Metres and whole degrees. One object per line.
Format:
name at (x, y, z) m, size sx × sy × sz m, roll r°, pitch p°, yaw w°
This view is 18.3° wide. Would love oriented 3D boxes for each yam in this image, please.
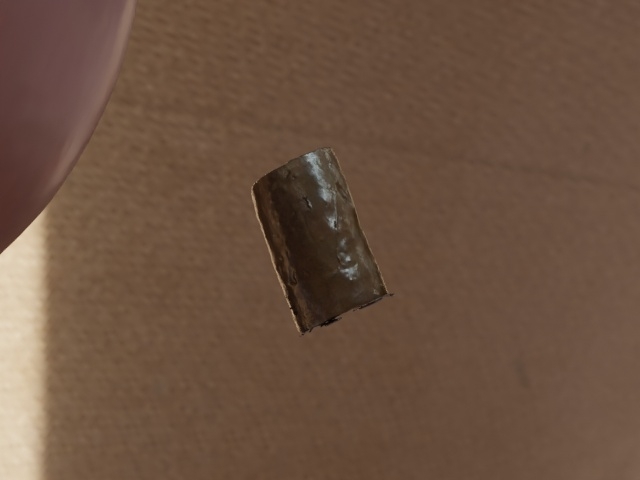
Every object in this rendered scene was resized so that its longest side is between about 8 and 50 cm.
yam at (-0.003, 0.001, 1.508) m, size 0.084 × 0.084 × 0.127 m, roll -17°, pitch 83°, yaw -47°

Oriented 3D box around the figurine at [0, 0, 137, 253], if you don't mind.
figurine at (-0.163, -0.078, 0.491) m, size 0.261 × 0.270 × 0.211 m, roll 19°, pitch 83°, yaw -73°
